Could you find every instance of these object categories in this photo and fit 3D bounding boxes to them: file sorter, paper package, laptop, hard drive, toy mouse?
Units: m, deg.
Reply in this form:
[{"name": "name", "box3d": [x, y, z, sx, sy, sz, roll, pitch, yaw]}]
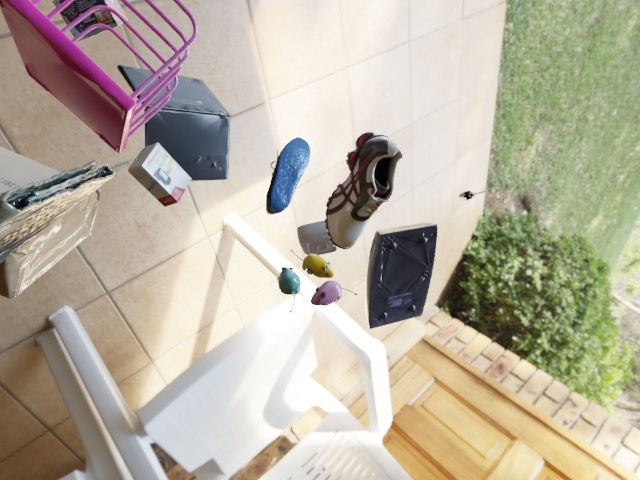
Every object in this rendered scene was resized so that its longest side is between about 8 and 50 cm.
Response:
[{"name": "file sorter", "box3d": [-0.345, -0.305, 0.694, 0.202, 0.290, 0.182, 44, 70, -20]}, {"name": "paper package", "box3d": [-0.744, -0.062, 0.952, 0.324, 0.309, 0.168, 24, 121, -6]}, {"name": "laptop", "box3d": [-0.585, -0.467, 1.719, 0.382, 0.408, 0.236, -11, 146, -49]}, {"name": "hard drive", "box3d": [0.184, 0.080, 0.999, 0.172, 0.054, 0.255, -10, 119, -22]}, {"name": "toy mouse", "box3d": [-0.019, 0.073, 0.732, 0.143, 0.161, 0.031, -45, 155, -49]}]

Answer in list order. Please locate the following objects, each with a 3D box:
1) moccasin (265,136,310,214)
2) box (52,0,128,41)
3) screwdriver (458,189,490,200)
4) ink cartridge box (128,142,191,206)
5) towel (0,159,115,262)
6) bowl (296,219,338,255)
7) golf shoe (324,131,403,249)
[{"name": "moccasin", "box3d": [-0.146, -0.253, 1.628, 0.137, 0.117, 0.342, 33, 61, -18]}, {"name": "box", "box3d": [-0.819, -0.827, 1.516, 0.163, 0.247, 0.142, -23, 124, -1]}, {"name": "screwdriver", "box3d": [0.350, -0.102, 0.952, 0.024, 0.170, 0.025, -22, 97, 0]}, {"name": "ink cartridge box", "box3d": [-0.543, -0.223, 1.437, 0.175, 0.072, 0.127, 53, 37, -39]}, {"name": "towel", "box3d": [-0.494, -0.012, 0.638, 0.324, 0.312, 0.056, -34, 106, 6]}, {"name": "bowl", "box3d": [0.000, 0.000, 1.326, 0.142, 0.053, 0.142, -11, 149, -1]}, {"name": "golf shoe", "box3d": [0.090, -0.096, 0.917, 0.105, 0.120, 0.273, 7, 110, -28]}]
